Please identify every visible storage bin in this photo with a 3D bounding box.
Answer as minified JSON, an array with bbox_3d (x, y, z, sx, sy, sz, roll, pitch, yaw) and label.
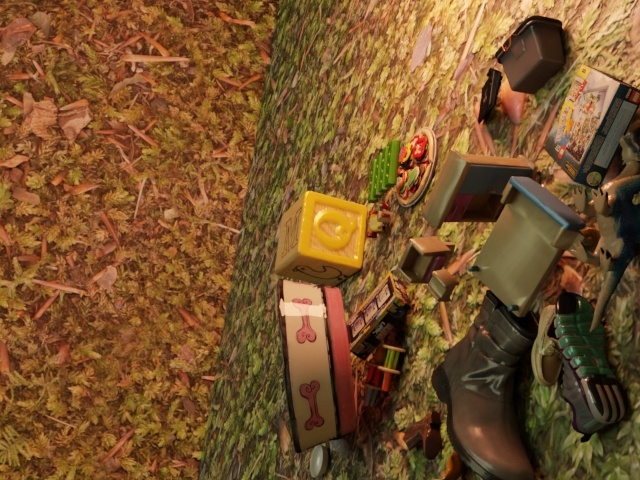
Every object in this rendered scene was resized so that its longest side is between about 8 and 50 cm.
[{"bbox_3d":[0.398,-0.347,1.620,0.135,0.098,0.091,131,137,-54],"label":"storage bin"}]

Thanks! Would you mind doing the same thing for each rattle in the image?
[{"bbox_3d":[0.277,0.444,1.464,0.199,0.142,0.130,-15,94,52],"label":"rattle"}]

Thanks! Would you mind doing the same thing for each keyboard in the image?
[{"bbox_3d":[0.347,-0.304,1.740,0.180,0.023,0.108,37,-119,-87],"label":"keyboard"}]

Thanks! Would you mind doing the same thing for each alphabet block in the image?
[{"bbox_3d":[0.000,0.000,2.356,0.197,0.192,0.194,139,139,-61],"label":"alphabet block"}]

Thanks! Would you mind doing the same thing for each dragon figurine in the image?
[{"bbox_3d":[0.445,-0.012,1.228,0.085,0.143,0.289,-177,81,-70],"label":"dragon figurine"}]

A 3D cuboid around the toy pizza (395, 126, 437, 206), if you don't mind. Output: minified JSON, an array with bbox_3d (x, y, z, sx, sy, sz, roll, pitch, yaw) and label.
[{"bbox_3d":[0.225,-0.181,2.080,0.201,0.032,0.201,-166,90,-71],"label":"toy pizza"}]

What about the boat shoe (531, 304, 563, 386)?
[{"bbox_3d":[0.371,0.166,1.365,0.045,0.050,0.136,139,142,-68],"label":"boat shoe"}]

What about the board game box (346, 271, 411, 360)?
[{"bbox_3d":[0.130,0.173,1.961,0.170,0.048,0.141,-51,14,16],"label":"board game box"}]

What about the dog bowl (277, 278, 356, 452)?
[{"bbox_3d":[-0.006,0.286,2.013,0.408,0.150,0.408,-6,-90,-90],"label":"dog bowl"}]

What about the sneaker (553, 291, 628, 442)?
[{"bbox_3d":[0.380,0.186,1.281,0.098,0.083,0.224,117,158,-45],"label":"sneaker"}]

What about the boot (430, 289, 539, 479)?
[{"bbox_3d":[0.301,0.236,1.433,0.223,0.118,0.338,-62,26,22],"label":"boot"}]

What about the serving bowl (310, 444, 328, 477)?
[{"bbox_3d":[0.001,0.564,2.179,0.083,0.027,0.083,-165,90,-71],"label":"serving bowl"}]

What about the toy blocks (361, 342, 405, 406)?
[{"bbox_3d":[0.137,0.308,1.933,0.123,0.054,0.148,-176,100,-72],"label":"toy blocks"}]

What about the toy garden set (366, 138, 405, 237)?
[{"bbox_3d":[0.164,-0.119,2.108,0.244,0.049,0.204,138,139,-79],"label":"toy garden set"}]

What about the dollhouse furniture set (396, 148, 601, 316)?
[{"bbox_3d":[0.339,0.021,1.484,0.303,0.198,0.287,48,126,41],"label":"dollhouse furniture set"}]

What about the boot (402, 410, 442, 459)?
[{"bbox_3d":[0.199,0.405,1.708,0.114,0.037,0.106,-47,20,49],"label":"boot"}]

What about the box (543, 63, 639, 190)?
[{"bbox_3d":[0.432,-0.188,1.370,0.233,0.044,0.159,-81,11,-71],"label":"box"}]
